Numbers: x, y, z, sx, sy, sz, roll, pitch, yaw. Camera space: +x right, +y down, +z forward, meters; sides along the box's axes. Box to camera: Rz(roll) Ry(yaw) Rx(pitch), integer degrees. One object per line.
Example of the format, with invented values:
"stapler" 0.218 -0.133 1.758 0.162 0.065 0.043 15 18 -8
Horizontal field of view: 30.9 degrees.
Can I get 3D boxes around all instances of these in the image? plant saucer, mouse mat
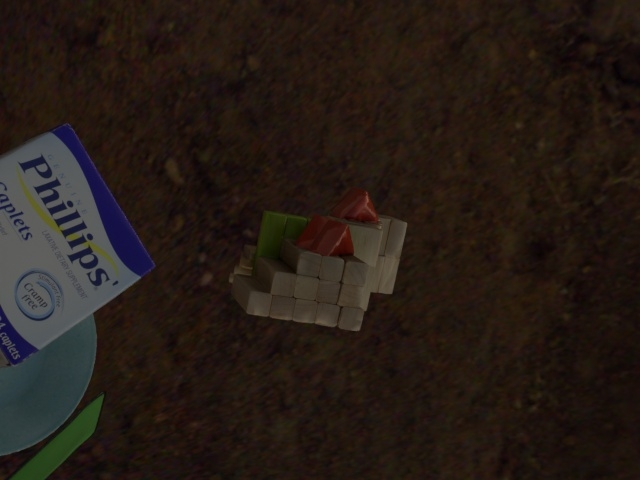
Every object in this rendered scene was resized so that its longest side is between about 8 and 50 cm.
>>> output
"plant saucer" -0.292 0.089 1.010 0.194 0.037 0.195 4 83 -34
"mouse mat" -0.302 0.243 1.236 0.007 0.153 0.189 41 60 7

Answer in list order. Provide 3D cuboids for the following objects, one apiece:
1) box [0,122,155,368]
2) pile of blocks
"box" -0.210 0.004 0.814 0.137 0.072 0.126 -39 104 -38
"pile of blocks" 0.000 0.000 1.174 0.148 0.362 0.113 13 96 9
